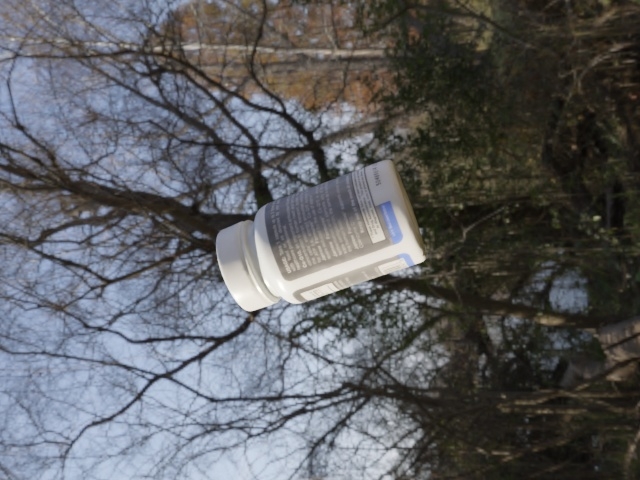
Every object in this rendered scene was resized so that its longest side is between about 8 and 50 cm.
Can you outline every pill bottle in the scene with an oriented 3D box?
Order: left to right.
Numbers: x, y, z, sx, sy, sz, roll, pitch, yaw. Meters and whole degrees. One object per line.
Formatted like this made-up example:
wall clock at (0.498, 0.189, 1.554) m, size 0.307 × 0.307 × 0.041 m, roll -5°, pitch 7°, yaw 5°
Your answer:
pill bottle at (0.000, 0.000, 0.437) m, size 0.078 × 0.137 × 0.078 m, roll -19°, pitch -90°, yaw -79°
